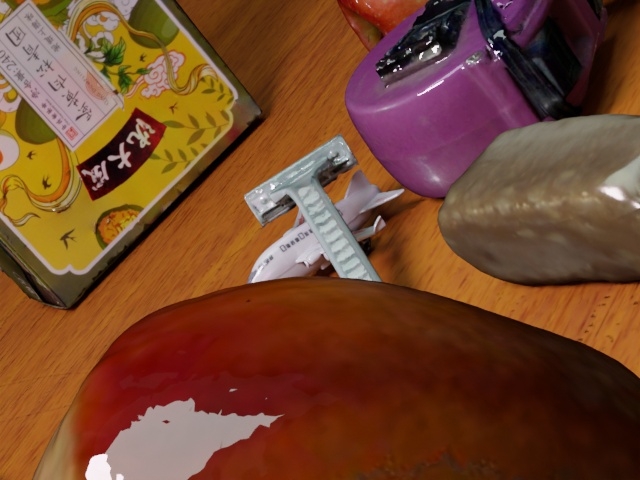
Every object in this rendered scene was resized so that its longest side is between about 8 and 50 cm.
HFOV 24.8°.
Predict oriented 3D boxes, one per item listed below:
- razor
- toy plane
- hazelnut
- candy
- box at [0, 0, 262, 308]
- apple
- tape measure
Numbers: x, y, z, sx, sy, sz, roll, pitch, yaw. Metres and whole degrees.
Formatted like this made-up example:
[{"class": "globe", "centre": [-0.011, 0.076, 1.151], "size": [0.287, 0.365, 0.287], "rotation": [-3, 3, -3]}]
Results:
[{"class": "razor", "centre": [0.018, 0.004, 1.277], "size": [0.111, 0.056, 0.278], "rotation": [-33, 39, 1]}, {"class": "toy plane", "centre": [0.000, 0.000, 1.391], "size": [0.171, 0.065, 0.162], "rotation": [-46, 24, -12]}, {"class": "hazelnut", "centre": [0.012, 0.171, 0.741], "size": [0.365, 0.366, 0.366], "rotation": [-32, 24, 16]}, {"class": "candy", "centre": [0.200, -0.029, 1.099], "size": [0.234, 0.102, 0.104], "rotation": [-7, 38, 54]}, {"class": "box", "centre": [-0.336, -0.188, 1.788], "size": [0.373, 0.420, 0.138], "rotation": [-47, 22, -19]}, {"class": "apple", "centre": [0.112, -0.266, 1.569], "size": [0.168, 0.181, 0.181], "rotation": [-45, 23, -7]}, {"class": "tape measure", "centre": [0.141, -0.162, 1.371], "size": [0.231, 0.149, 0.245], "rotation": [-23, 27, 29]}]
